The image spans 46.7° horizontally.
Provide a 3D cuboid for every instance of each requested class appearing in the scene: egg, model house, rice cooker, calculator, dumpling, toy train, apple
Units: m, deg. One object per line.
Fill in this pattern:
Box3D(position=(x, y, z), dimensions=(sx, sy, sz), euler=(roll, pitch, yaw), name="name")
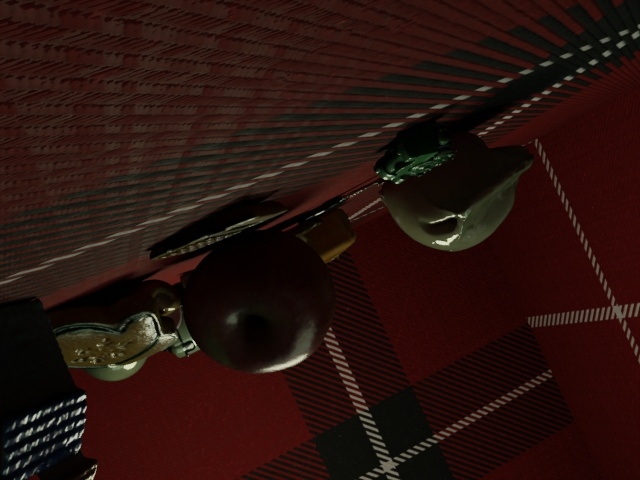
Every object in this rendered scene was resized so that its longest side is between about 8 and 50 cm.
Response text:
Box3D(position=(-0.546, 0.275, 1.947), dimensions=(0.187, 0.186, 0.253), euler=(-25, 163, 1), name="egg")
Box3D(position=(-0.511, 0.292, 1.132), dimensions=(0.295, 0.329, 0.252), euler=(-27, 180, 18), name="model house")
Box3D(position=(-0.410, 0.235, 2.301), dimensions=(0.244, 0.225, 0.226), euler=(-26, 178, -10), name="rice cooker")
Box3D(position=(-0.180, -0.015, 1.244), dimensions=(0.237, 0.033, 0.157), euler=(-23, 179, 23), name="calculator")
Box3D(position=(0.294, -0.117, 1.570), dimensions=(0.316, 0.233, 0.395), euler=(-27, -167, -19), name="dumpling")
Box3D(position=(0.159, -0.148, 1.281), dimensions=(0.105, 0.071, 0.178), euler=(-16, 173, -18), name="toy train")
Box3D(position=(-0.130, 0.128, 1.642), dimensions=(0.345, 0.344, 0.269), euler=(-25, -161, 17), name="apple")

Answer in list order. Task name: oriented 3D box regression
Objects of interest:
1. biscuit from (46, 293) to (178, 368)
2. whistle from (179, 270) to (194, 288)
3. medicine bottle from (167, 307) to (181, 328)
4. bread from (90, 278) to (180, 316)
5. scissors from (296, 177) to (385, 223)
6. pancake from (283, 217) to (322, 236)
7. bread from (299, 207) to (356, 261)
Box3D(position=(-0.439, 0.199, 1.543), dimensions=(0.287, 0.057, 0.344), euler=(-31, 153, 25), name="biscuit")
Box3D(position=(-0.308, 0.119, 2.057), dimensions=(0.123, 0.122, 0.223), euler=(-25, 162, 17), name="whistle")
Box3D(position=(-0.536, 0.246, 2.140), dimensions=(0.274, 0.133, 0.133), euler=(-26, 177, 34), name="medicine bottle")
Box3D(position=(-0.457, 0.168, 1.685), dimensions=(0.305, 0.091, 0.142), euler=(-26, 162, 32), name="bread")
Box3D(position=(0.069, -0.107, 1.791), dimensions=(0.300, 0.022, 0.109), euler=(-24, -179, 33), name="scissors")
Box3D(position=(-0.109, -0.004, 1.929), dimensions=(0.250, 0.031, 0.250), euler=(-22, -178, 1), name="pancake")
Box3D(position=(0.000, 0.000, 2.156), dimensions=(0.169, 0.140, 0.160), euler=(-24, 172, -28), name="bread")
